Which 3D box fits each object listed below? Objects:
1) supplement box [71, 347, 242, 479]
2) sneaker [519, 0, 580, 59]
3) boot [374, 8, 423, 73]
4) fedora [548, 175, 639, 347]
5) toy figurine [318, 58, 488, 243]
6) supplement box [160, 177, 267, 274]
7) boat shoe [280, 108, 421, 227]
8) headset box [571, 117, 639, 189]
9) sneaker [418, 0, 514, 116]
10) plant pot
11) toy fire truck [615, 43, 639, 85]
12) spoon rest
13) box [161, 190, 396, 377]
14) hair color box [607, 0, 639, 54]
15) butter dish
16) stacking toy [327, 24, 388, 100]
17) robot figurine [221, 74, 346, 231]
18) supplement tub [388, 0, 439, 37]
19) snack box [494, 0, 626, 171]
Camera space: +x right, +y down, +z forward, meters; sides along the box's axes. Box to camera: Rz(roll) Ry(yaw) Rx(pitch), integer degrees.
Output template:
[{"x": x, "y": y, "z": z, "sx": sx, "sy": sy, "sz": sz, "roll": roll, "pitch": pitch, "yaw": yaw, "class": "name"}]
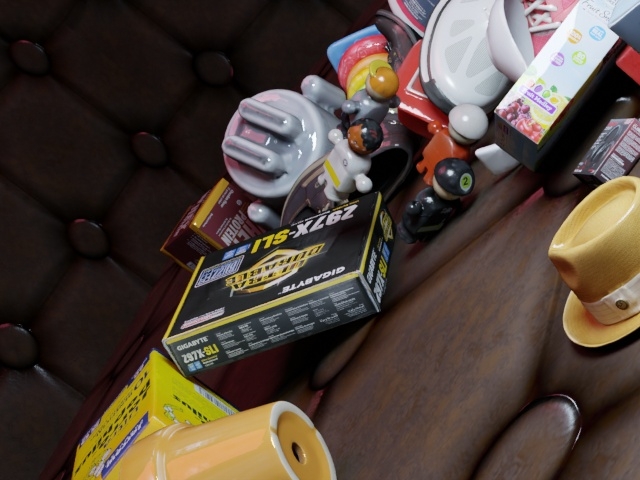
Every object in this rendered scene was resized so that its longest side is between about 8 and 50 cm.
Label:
[{"x": -0.213, "y": 0.317, "z": 1.759, "sx": 0.194, "sy": 0.195, "sz": 0.356, "roll": -52, "pitch": 12, "yaw": 3, "class": "supplement box"}, {"x": 0.284, "y": -0.340, "z": 1.638, "sx": 0.116, "sy": 0.136, "sz": 0.314, "roll": -2, "pitch": 90, "yaw": 57, "class": "sneaker"}, {"x": 0.112, "y": -0.259, "z": 2.237, "sx": 0.229, "sy": 0.091, "sz": 0.263, "roll": -46, "pitch": 55, "yaw": 13, "class": "boot"}, {"x": 0.264, "y": 0.003, "z": 1.126, "sx": 0.194, "sy": 0.079, "sz": 0.194, "roll": -50, "pitch": 11, "yaw": 13, "class": "fedora"}, {"x": 0.117, "y": -0.127, "z": 1.770, "sx": 0.148, "sy": 0.209, "sz": 0.213, "roll": -56, "pitch": 7, "yaw": 43, "class": "toy figurine"}, {"x": -0.198, "y": 0.002, "z": 2.665, "sx": 0.129, "sy": 0.191, "sz": 0.194, "roll": -59, "pitch": 14, "yaw": -29, "class": "supplement box"}, {"x": 0.038, "y": -0.078, "z": 2.135, "sx": 0.355, "sy": 0.132, "sz": 0.130, "roll": -53, "pitch": 17, "yaw": 31, "class": "boat shoe"}, {"x": 0.312, "y": -0.094, "z": 1.349, "sx": 0.083, "sy": 0.032, "sz": 0.062, "roll": -54, "pitch": 11, "yaw": -2, "class": "headset box"}, {"x": 0.317, "y": -0.382, "z": 1.861, "sx": 0.447, "sy": 0.169, "sz": 0.257, "roll": -55, "pitch": 10, "yaw": -26, "class": "sneaker"}, {"x": -0.092, "y": 0.281, "z": 1.449, "sx": 0.188, "sy": 0.205, "sz": 0.205, "roll": -31, "pitch": 18, "yaw": 19, "class": "plant pot"}, {"x": 0.405, "y": -0.233, "z": 1.371, "sx": 0.192, "sy": 0.047, "sz": 0.135, "roll": -46, "pitch": 11, "yaw": 25, "class": "toy fire truck"}, {"x": 0.267, "y": -0.218, "z": 1.705, "sx": 0.084, "sy": 0.137, "sz": 0.276, "roll": -12, "pitch": 53, "yaw": 34, "class": "spoon rest"}, {"x": -0.053, "y": 0.062, "z": 1.898, "sx": 0.322, "sy": 0.079, "sz": 0.257, "roll": -20, "pitch": 22, "yaw": 20, "class": "box"}, {"x": 0.403, "y": -0.271, "z": 1.139, "sx": 0.113, "sy": 0.185, "sz": 0.374, "roll": -39, "pitch": 17, "yaw": 50, "class": "hair color box"}, {"x": 0.187, "y": -0.209, "z": 1.978, "sx": 0.118, "sy": 0.160, "sz": 0.160, "roll": 105, "pitch": -168, "yaw": -53, "class": "butter dish"}, {"x": 0.116, "y": -0.256, "z": 2.374, "sx": 0.165, "sy": 0.175, "sz": 0.302, "roll": -20, "pitch": 39, "yaw": 16, "class": "stacking toy"}, {"x": -0.045, "y": -0.155, "z": 2.338, "sx": 0.300, "sy": 0.199, "sz": 0.353, "roll": -63, "pitch": -25, "yaw": 3, "class": "robot figurine"}, {"x": 0.268, "y": -0.504, "z": 2.369, "sx": 0.272, "sy": 0.191, "sz": 0.191, "roll": -41, "pitch": 16, "yaw": 44, "class": "supplement tub"}, {"x": 0.292, "y": -0.195, "z": 1.508, "sx": 0.207, "sy": 0.070, "sz": 0.174, "roll": -51, "pitch": -11, "yaw": -2, "class": "snack box"}]
